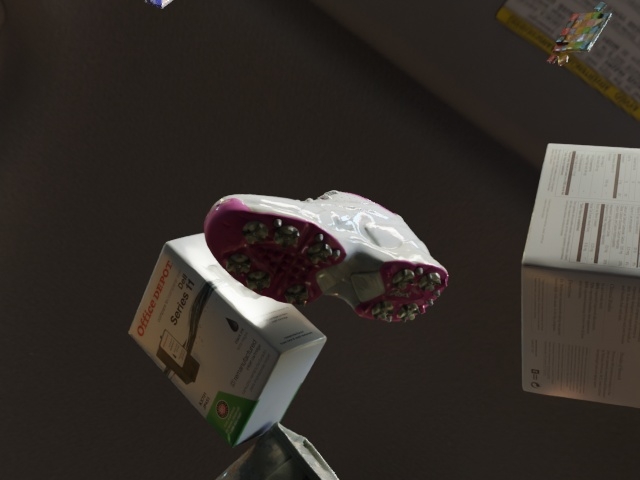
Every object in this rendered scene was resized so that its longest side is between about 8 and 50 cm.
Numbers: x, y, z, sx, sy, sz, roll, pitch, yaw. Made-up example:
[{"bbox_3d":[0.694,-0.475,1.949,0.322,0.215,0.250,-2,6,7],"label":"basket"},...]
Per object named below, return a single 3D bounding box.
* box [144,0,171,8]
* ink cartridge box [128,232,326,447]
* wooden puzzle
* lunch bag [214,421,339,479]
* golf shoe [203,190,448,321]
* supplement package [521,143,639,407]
[{"bbox_3d":[-0.160,-0.322,0.944,0.028,0.081,0.136,26,-130,17],"label":"box"},{"bbox_3d":[-0.116,0.111,0.993,0.208,0.087,0.153,41,-60,26],"label":"ink cartridge box"},{"bbox_3d":[0.275,-0.220,0.891,0.006,0.049,0.083,39,-102,-31],"label":"wooden puzzle"},{"bbox_3d":[-0.034,0.401,0.967,0.235,0.169,0.287,-41,-114,-4],"label":"lunch bag"},{"bbox_3d":[0.000,0.000,0.938,0.306,0.115,0.140,19,-144,-35],"label":"golf shoe"},{"bbox_3d":[0.355,0.041,0.874,0.263,0.199,0.198,6,-135,19],"label":"supplement package"}]
